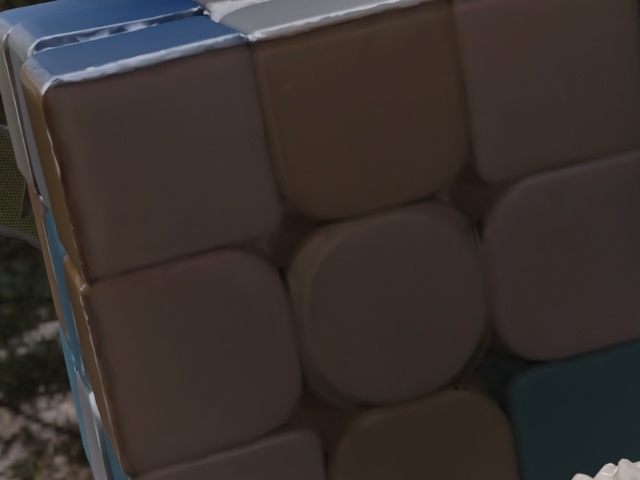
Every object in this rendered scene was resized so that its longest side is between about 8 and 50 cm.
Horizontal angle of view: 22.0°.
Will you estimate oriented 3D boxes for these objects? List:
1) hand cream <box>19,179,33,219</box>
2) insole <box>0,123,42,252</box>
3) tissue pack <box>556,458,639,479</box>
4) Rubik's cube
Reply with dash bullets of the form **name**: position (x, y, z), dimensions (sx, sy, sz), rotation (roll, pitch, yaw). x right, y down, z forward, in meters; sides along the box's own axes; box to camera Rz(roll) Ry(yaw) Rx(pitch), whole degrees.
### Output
- **hand cream**: position (-0.144, -0.075, 1.243), dimensions (0.186, 0.054, 0.087), rotation (-27, -18, -26)
- **insole**: position (-0.304, -0.042, 1.673), dimensions (0.322, 0.109, 0.007), rotation (33, -9, -8)
- **tissue pack**: position (0.120, 0.225, 0.394), dimensions (0.071, 0.325, 0.170), rotation (-22, 5, 14)
- **Rubik's cube**: position (0.000, 0.000, 1.055), dimensions (0.347, 0.344, 0.346), rotation (-13, -73, -14)
